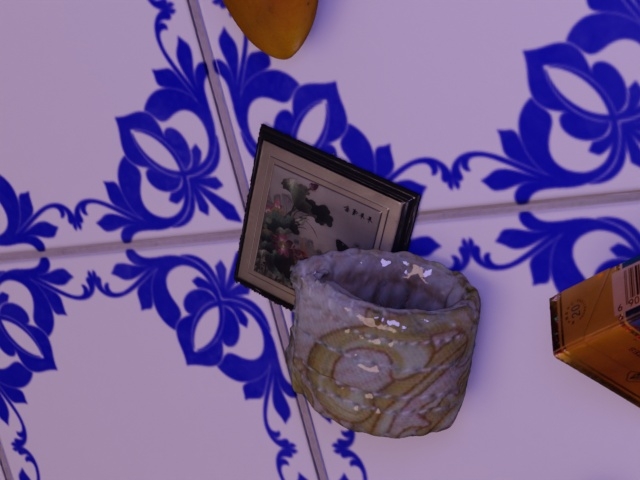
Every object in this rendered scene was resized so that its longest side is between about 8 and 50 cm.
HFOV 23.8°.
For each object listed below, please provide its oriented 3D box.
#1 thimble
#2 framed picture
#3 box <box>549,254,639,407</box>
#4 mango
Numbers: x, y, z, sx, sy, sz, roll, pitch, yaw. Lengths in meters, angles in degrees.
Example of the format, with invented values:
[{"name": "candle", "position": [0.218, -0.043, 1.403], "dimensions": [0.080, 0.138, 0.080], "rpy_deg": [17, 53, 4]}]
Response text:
[{"name": "thimble", "position": [0.055, 0.096, 1.473], "dimensions": [0.190, 0.137, 0.143], "rpy_deg": [11, 121, 3]}, {"name": "framed picture", "position": [0.000, 0.000, 1.560], "dimensions": [0.195, 0.010, 0.199], "rpy_deg": [25, 122, 22]}, {"name": "box", "position": [0.332, 0.061, 1.280], "dimensions": [0.152, 0.070, 0.237], "rpy_deg": [30, 139, -32]}, {"name": "mango", "position": [-0.061, -0.275, 1.427], "dimensions": [0.141, 0.102, 0.217], "rpy_deg": [-3, 105, 41]}]
